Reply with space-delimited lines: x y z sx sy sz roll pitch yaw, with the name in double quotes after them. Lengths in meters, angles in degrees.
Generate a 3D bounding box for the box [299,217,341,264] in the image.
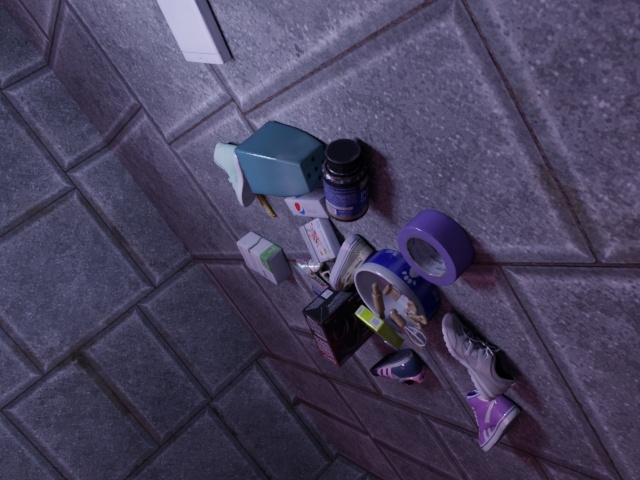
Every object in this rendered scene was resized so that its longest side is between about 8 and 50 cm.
0.000 0.000 1.980 0.145 0.038 0.186 67 155 0 "box"

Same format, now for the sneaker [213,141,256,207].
-0.315 -0.250 2.131 0.151 0.094 0.256 26 139 32 "sneaker"

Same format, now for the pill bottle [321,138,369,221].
0.067 -0.161 1.551 0.122 0.122 0.219 36 154 29 "pill bottle"

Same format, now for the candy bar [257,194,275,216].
-0.222 -0.153 2.211 0.162 0.018 0.040 57 159 -17 "candy bar"

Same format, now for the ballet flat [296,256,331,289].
0.008 0.126 2.175 0.221 0.077 0.079 43 138 4 "ballet flat"

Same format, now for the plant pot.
-0.095 -0.230 1.702 0.234 0.166 0.166 17 142 39 "plant pot"

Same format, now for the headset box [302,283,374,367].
0.080 0.304 2.116 0.110 0.218 0.293 27 147 42 "headset box"

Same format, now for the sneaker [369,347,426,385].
0.287 0.498 2.179 0.131 0.112 0.319 51 158 3 "sneaker"

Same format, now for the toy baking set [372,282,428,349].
0.233 0.229 1.698 0.196 0.030 0.256 33 152 34 "toy baking set"

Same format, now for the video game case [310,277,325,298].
0.045 0.233 2.319 0.212 0.023 0.193 36 153 26 "video game case"

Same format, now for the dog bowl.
0.232 0.157 1.765 0.265 0.104 0.265 39 155 22 "dog bowl"

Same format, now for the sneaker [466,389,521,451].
0.535 0.562 1.865 0.161 0.102 0.282 40 145 29 "sneaker"

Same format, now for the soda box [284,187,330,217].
-0.023 -0.122 1.833 0.216 0.074 0.069 7 133 58 "soda box"

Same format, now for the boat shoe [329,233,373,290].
0.101 0.096 1.908 0.094 0.109 0.302 39 152 17 "boat shoe"

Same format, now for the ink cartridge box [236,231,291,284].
-0.245 0.074 2.504 0.219 0.092 0.160 28 149 41 "ink cartridge box"

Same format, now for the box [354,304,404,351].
0.190 0.277 1.810 0.109 0.042 0.178 35 173 43 "box"

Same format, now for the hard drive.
-0.404 -0.690 1.681 0.233 0.047 0.353 23 145 46 "hard drive"

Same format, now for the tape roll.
0.293 0.020 1.478 0.189 0.080 0.189 39 155 22 "tape roll"

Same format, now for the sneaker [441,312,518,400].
0.457 0.317 1.660 0.115 0.105 0.281 -36 90 33 "sneaker"
